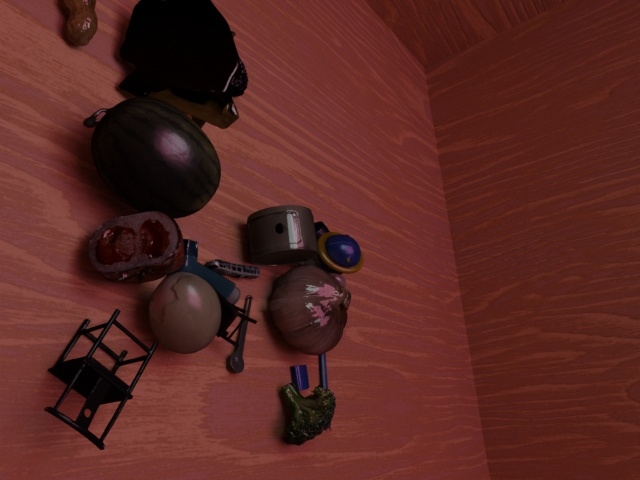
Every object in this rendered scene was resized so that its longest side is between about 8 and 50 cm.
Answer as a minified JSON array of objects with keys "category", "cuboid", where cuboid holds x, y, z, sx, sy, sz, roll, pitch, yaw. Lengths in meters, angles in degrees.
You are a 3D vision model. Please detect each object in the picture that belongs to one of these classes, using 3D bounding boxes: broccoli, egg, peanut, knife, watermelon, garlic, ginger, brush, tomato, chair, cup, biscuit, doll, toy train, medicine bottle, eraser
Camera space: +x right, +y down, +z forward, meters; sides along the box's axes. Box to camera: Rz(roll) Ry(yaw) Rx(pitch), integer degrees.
[{"category":"broccoli","cuboid":[-0.056,0.540,1.694,0.194,0.220,0.194,50,4,-5]},{"category":"egg","cuboid":[-0.345,0.176,1.354,0.183,0.183,0.217,-51,157,-53]},{"category":"peanut","cuboid":[-0.639,-0.605,1.404,0.089,0.089,0.192,11,67,-54]},{"category":"knife","cuboid":[0.015,0.531,1.912,0.044,0.026,0.296,29,50,-51]},{"category":"watermelon","cuboid":[-0.425,-0.213,1.355,0.359,0.279,0.278,47,41,-35]},{"category":"garlic","cuboid":[-0.028,0.245,1.815,0.322,0.241,0.321,2,87,-39]},{"category":"ginger","cuboid":[-0.422,-0.524,1.611,0.211,0.359,0.412,135,-57,-77]},{"category":"brush","cuboid":[-0.243,0.286,1.642,0.062,0.027,0.266,44,38,-38]},{"category":"tomato","cuboid":[-0.442,0.035,1.313,0.155,0.214,0.180,99,-20,-63]},{"category":"chair","cuboid":[-0.290,0.207,1.502,0.101,0.084,0.212,-52,133,-7]},{"category":"chair","cuboid":[-0.490,0.301,1.147,0.154,0.142,0.260,52,36,-29]},{"category":"cup","cuboid":[-0.007,0.007,2.066,0.113,0.150,0.138,-43,115,-18]},{"category":"biscuit","cuboid":[-0.331,-0.608,1.893,0.195,0.053,0.194,28,54,-48]},{"category":"doll","cuboid":[0.007,0.050,1.921,0.311,0.243,0.159,14,66,-23]},{"category":"toy train","cuboid":[-0.274,0.091,1.661,0.208,0.043,0.047,17,61,-53]},{"category":"medicine bottle","cuboid":[-0.333,0.101,1.531,0.258,0.079,0.124,41,53,-41]},{"category":"eraser","cuboid":[-0.070,0.468,1.807,0.063,0.027,0.084,11,66,-56]}]

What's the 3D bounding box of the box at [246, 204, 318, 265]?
[{"category":"box","cuboid":[-0.128,-0.012,1.760,0.226,0.226,0.149,11,66,-54]}]
